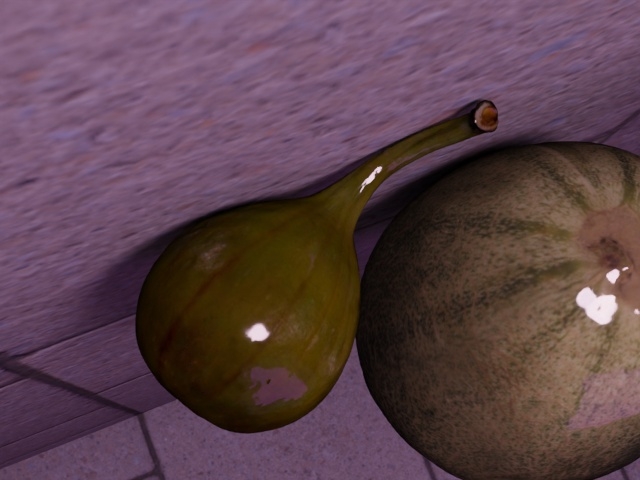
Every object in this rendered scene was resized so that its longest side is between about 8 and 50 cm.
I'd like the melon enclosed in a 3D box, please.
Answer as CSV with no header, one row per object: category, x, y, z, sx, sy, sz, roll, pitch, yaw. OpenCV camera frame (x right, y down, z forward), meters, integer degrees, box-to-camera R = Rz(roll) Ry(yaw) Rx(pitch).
melon,0.151,0.054,0.704,0.249,0.248,0.329,-20,164,-14

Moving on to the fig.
fig,0.000,0.000,0.542,0.236,0.124,0.124,-47,170,1
